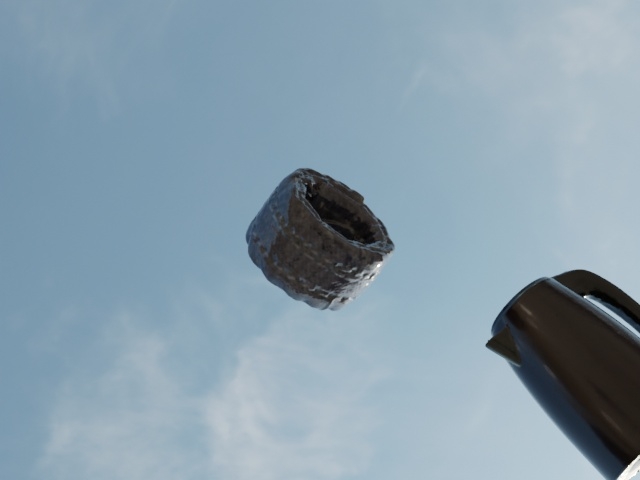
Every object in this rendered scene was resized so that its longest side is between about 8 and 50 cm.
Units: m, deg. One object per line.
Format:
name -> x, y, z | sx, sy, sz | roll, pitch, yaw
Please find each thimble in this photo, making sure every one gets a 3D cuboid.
thimble -> -0.002, 0.000, 1.107 | 0.150, 0.098, 0.150 | 30, -154, -17

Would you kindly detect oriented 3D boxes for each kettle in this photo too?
kettle -> 0.321, 0.135, 1.148 | 0.202, 0.144, 0.232 | -29, -118, -24
